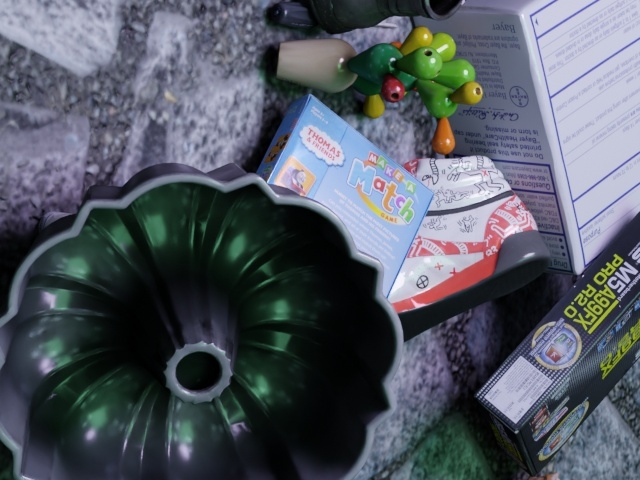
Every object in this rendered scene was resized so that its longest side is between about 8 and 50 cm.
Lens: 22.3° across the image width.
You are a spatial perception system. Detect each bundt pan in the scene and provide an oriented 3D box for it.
[{"bbox_3d":[-0.105,0.081,1.307,0.330,0.124,0.331,-4,112,-10],"label":"bundt pan"}]

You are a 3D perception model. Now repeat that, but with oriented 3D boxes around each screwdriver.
[{"bbox_3d":[0.019,-0.209,1.518,0.170,0.024,0.025,-7,131,-44],"label":"screwdriver"}]

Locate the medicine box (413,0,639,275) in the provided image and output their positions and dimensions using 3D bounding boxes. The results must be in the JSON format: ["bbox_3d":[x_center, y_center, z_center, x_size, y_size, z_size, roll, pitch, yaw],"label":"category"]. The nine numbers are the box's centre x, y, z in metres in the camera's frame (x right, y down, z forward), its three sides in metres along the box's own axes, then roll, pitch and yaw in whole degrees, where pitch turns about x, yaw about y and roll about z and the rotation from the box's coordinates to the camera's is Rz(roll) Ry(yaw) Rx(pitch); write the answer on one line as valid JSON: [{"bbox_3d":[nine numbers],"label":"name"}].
[{"bbox_3d":[0.260,-0.153,1.668,0.263,0.149,0.289,-33,119,-35],"label":"medicine box"}]

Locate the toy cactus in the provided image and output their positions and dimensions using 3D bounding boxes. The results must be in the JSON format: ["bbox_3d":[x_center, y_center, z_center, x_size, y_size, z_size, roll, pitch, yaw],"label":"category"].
[{"bbox_3d":[0.049,-0.146,1.479,0.180,0.219,0.112,5,101,-4],"label":"toy cactus"}]

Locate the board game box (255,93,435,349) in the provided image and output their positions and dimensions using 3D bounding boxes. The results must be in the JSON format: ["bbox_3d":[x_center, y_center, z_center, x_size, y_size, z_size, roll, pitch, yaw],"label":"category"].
[{"bbox_3d":[0.000,0.000,1.451,0.160,0.039,0.211,37,63,-22],"label":"board game box"}]

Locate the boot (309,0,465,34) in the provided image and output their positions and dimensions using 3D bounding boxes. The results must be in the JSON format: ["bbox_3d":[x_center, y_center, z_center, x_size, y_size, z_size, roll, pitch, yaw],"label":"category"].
[{"bbox_3d":[0.109,-0.276,1.485,0.083,0.161,0.246,55,52,-33],"label":"boot"}]

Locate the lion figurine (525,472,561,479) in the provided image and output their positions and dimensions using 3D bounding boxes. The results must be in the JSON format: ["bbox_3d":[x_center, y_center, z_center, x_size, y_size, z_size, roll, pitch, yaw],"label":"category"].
[{"bbox_3d":[0.228,0.439,1.686,0.240,0.142,0.392,37,57,-78],"label":"lion figurine"}]

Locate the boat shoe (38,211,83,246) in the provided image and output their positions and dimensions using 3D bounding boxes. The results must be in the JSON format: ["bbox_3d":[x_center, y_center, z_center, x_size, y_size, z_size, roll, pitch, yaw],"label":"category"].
[{"bbox_3d":[-0.184,-0.006,1.348,0.100,0.035,0.035,11,90,-44],"label":"boat shoe"}]

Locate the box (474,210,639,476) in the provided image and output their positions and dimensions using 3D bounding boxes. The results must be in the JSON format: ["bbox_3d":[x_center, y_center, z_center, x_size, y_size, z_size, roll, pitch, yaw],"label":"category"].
[{"bbox_3d":[0.278,0.107,1.677,0.270,0.060,0.216,-47,157,-7],"label":"box"}]

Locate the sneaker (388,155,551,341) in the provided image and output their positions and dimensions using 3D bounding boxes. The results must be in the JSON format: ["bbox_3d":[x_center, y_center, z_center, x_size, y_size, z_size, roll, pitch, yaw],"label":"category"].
[{"bbox_3d":[0.073,0.013,1.566,0.270,0.145,0.090,-22,155,-6],"label":"sneaker"}]
